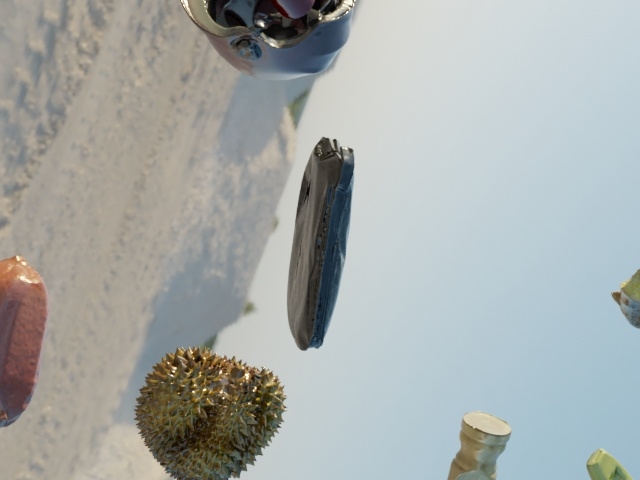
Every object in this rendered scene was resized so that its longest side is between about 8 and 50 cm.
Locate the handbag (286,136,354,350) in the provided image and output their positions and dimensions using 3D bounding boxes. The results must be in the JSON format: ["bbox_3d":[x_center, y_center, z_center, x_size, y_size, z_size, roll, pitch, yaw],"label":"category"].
[{"bbox_3d":[0.001,-0.003,1.676,0.191,0.075,0.332,-112,-149,-69],"label":"handbag"}]

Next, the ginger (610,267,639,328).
[{"bbox_3d":[0.432,0.079,1.462,0.137,0.057,0.044,77,15,-61],"label":"ginger"}]

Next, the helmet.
[{"bbox_3d":[-0.097,-0.432,2.113,0.197,0.338,0.271,84,2,-55],"label":"helmet"}]

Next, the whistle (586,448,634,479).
[{"bbox_3d":[0.482,0.425,1.563,0.131,0.288,0.106,-43,-168,-35],"label":"whistle"}]

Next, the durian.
[{"bbox_3d":[-0.128,0.192,1.175,0.168,0.158,0.137,-56,175,18],"label":"durian"}]

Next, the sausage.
[{"bbox_3d":[-0.477,0.144,1.566,0.148,0.148,0.254,177,-70,-87],"label":"sausage"}]

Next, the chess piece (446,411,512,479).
[{"bbox_3d":[0.262,0.404,1.848,0.090,0.090,0.200,-80,-176,-75],"label":"chess piece"}]

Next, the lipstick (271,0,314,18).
[{"bbox_3d":[-0.084,-0.468,1.847,0.241,0.080,0.080,37,72,-64],"label":"lipstick"}]
